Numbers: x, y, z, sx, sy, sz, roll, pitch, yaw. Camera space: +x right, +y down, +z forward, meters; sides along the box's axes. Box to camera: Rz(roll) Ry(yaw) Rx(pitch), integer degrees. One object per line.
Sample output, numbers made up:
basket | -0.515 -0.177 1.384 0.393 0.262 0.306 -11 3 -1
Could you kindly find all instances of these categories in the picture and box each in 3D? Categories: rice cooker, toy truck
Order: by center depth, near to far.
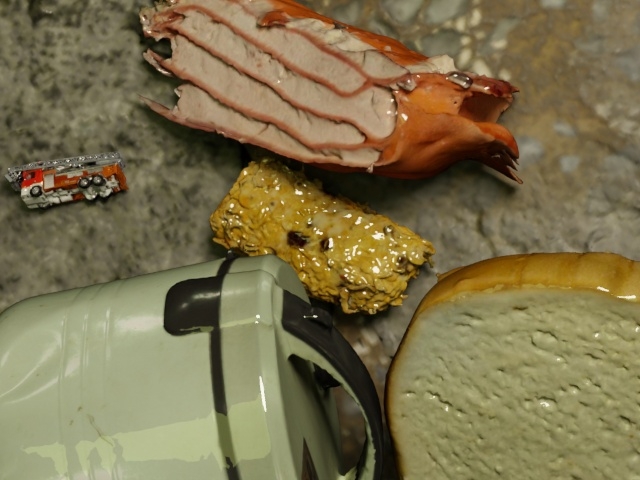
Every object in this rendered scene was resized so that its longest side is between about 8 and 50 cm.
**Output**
rice cooker | -0.083 0.127 1.064 0.244 0.226 0.226 -12 83 6
toy truck | -0.174 -0.041 1.190 0.083 0.024 0.032 -10 61 8

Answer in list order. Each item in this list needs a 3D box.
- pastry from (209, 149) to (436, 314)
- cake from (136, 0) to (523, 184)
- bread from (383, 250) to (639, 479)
pastry | 0.000 0.000 1.141 0.140 0.056 0.080 33 84 18
cake | -0.005 -0.102 1.126 0.287 0.135 0.098 17 103 20
bread | 0.150 0.108 1.051 0.236 0.070 0.236 6 116 13
